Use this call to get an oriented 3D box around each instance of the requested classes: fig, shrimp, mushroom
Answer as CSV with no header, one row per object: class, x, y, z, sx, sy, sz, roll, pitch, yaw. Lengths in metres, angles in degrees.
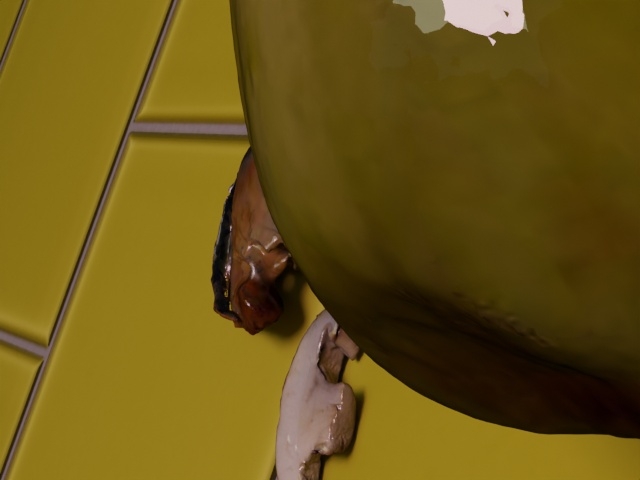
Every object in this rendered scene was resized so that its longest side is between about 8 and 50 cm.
fig,0.084,-0.079,0.418,0.239,0.239,0.271,-3,109,57
shrimp,0.007,-0.006,0.703,0.262,0.066,0.117,-173,89,-73
mushroom,-0.001,0.082,0.697,0.049,0.019,0.101,-6,68,57
